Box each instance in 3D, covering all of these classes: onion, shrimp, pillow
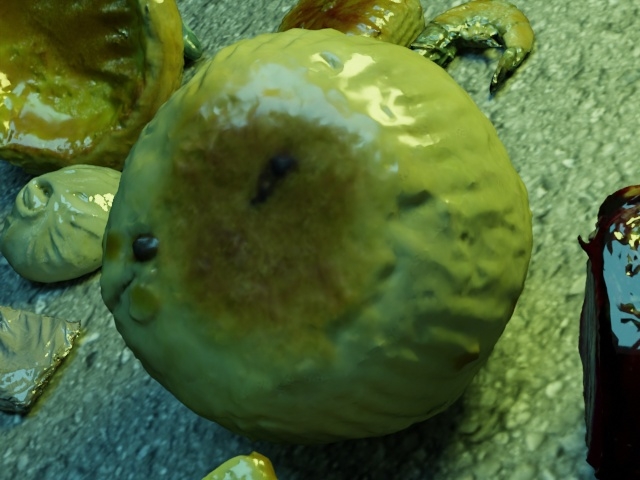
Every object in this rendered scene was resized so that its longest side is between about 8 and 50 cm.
[{"bbox_3d":[0.301,0.092,1.027,0.206,0.216,0.207,-3,54,9],"label":"onion"},{"bbox_3d":[0.159,-0.210,1.579,0.150,0.051,0.217,26,61,40],"label":"shrimp"},{"bbox_3d":[-0.392,0.126,1.575,0.248,0.049,0.135,6,47,35],"label":"pillow"}]

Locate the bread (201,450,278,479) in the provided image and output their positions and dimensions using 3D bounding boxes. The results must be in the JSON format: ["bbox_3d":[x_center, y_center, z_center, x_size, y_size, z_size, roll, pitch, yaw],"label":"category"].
[{"bbox_3d":[-0.038,0.380,1.052,0.233,0.245,0.361,-34,68,-6],"label":"bread"}]

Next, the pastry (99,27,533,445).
[{"bbox_3d":[0.000,0.000,1.230,0.388,0.312,0.388,-3,84,25],"label":"pastry"}]

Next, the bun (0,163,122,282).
[{"bbox_3d":[-0.312,-0.036,1.657,0.183,0.102,0.183,-18,37,14],"label":"bun"}]

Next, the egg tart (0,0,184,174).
[{"bbox_3d":[-0.339,-0.266,1.756,0.388,0.388,0.169,-14,14,22],"label":"egg tart"}]

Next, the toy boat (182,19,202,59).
[{"bbox_3d":[-0.253,-0.268,1.914,0.208,0.079,0.134,32,76,38],"label":"toy boat"}]

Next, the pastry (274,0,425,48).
[{"bbox_3d":[0.030,-0.253,1.675,0.182,0.093,0.192,6,51,41],"label":"pastry"}]
